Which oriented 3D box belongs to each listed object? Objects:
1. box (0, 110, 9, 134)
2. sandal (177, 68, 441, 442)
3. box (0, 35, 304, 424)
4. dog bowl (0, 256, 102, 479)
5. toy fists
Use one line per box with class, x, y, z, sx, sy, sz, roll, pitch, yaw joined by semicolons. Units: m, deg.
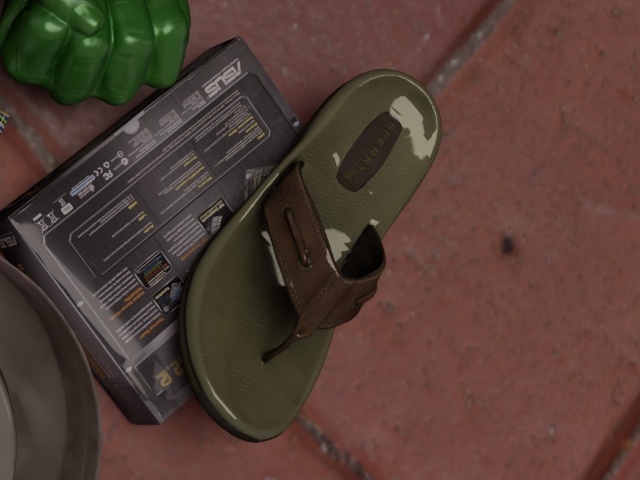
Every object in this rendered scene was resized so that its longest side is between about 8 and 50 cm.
box;-0.298;-0.096;1.125;0.169;0.059;0.054;29;70;-23
sandal;0.000;-0.002;1.196;0.120;0.086;0.303;37;70;-22
box;-0.096;-0.009;1.226;0.231;0.056;0.183;-42;106;-25
dog bowl;-0.311;0.128;1.006;0.348;0.102;0.349;-11;115;-24
toy fists;-0.212;-0.183;1.137;0.279;0.096;0.142;20;57;-26
